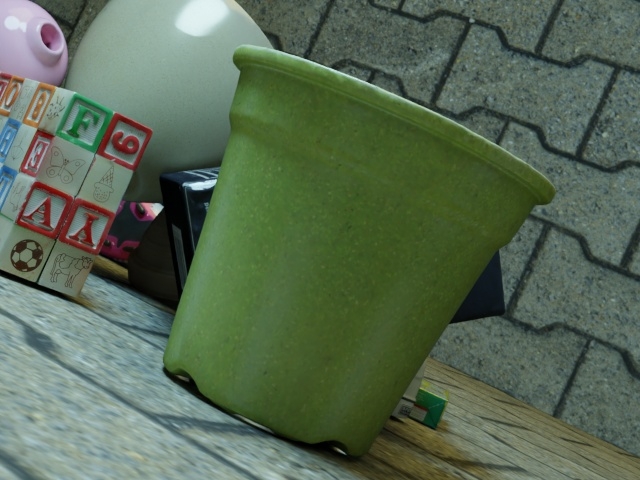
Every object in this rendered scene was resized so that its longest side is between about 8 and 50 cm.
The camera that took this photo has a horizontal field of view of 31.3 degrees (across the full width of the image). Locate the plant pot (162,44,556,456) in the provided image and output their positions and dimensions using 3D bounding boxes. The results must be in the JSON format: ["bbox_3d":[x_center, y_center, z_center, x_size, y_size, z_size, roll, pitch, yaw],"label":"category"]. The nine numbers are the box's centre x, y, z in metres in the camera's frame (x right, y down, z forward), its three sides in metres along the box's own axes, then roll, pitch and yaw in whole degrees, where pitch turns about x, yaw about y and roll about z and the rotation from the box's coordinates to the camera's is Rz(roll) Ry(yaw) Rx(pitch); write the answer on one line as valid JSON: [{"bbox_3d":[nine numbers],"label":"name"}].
[{"bbox_3d":[0.007,0.020,0.905,0.276,0.254,0.276,25,-1,1],"label":"plant pot"}]

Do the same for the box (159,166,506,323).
[{"bbox_3d":[0.000,0.000,1.188,0.294,0.182,0.296,-10,7,-11],"label":"box"}]

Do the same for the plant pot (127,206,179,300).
[{"bbox_3d":[-0.129,-0.006,1.464,0.237,0.109,0.237,0,16,0],"label":"plant pot"}]

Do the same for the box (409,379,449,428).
[{"bbox_3d":[0.109,0.193,1.455,0.105,0.043,0.179,24,2,8],"label":"box"}]

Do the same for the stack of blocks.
[{"bbox_3d":[-0.297,-0.069,1.136,0.087,0.171,0.297,25,-2,-35],"label":"stack of blocks"}]

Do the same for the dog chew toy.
[{"bbox_3d":[-0.436,-0.193,1.365,0.332,0.206,0.206,-13,-23,32],"label":"dog chew toy"}]

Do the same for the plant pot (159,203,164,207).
[{"bbox_3d":[-0.339,-0.098,2.330,0.212,0.236,0.236,31,-4,-21],"label":"plant pot"}]

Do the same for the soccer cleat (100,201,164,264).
[{"bbox_3d":[-0.235,0.014,1.708,0.331,0.116,0.143,27,-15,27],"label":"soccer cleat"}]

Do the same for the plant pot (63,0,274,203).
[{"bbox_3d":[-0.198,-0.153,1.365,0.284,0.191,0.284,28,-37,24],"label":"plant pot"}]

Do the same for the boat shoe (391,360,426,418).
[{"bbox_3d":[0.004,0.118,1.331,0.258,0.084,0.095,24,0,17],"label":"boat shoe"}]
